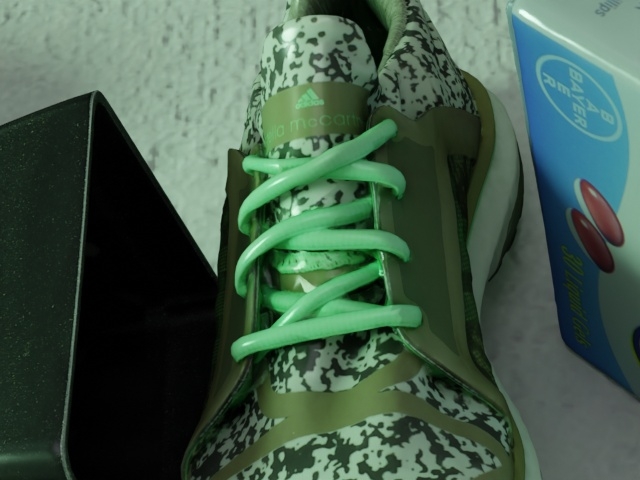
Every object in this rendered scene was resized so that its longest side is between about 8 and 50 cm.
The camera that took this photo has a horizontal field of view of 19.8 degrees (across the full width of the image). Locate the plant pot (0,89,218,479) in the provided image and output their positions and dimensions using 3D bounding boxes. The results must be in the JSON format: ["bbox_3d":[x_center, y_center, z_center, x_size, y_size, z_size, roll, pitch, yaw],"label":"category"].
[{"bbox_3d":[-0.149,0.070,0.836,0.167,0.188,0.187,-9,56,14],"label":"plant pot"}]

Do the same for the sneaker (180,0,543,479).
[{"bbox_3d":[0.000,0.000,0.787,0.158,0.182,0.410,-13,35,12],"label":"sneaker"}]

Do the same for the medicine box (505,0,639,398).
[{"bbox_3d":[0.239,0.005,0.739,0.149,0.263,0.289,-43,59,-16],"label":"medicine box"}]
